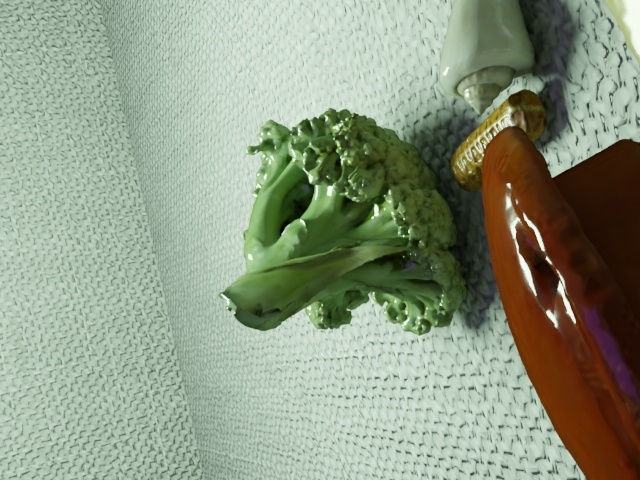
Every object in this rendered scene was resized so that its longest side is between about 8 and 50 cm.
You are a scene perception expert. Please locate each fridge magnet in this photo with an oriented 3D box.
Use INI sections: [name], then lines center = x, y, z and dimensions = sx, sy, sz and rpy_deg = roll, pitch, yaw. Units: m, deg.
[fridge magnet]
center = 0.220, 0.078, 0.617
dimensions = 0.363, 0.155, 0.363
rpy_deg = 56, -167, -19

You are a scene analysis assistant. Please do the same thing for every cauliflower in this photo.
[cauliflower]
center = 0.015, -0.003, 1.101
dimensions = 0.327, 0.281, 0.260
rpy_deg = 49, 179, 23

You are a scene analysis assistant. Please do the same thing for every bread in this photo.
[bread]
center = 0.179, -0.099, 0.944
dimensions = 0.052, 0.044, 0.157
rpy_deg = 69, 156, 15

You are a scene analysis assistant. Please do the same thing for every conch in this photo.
[conch]
center = 0.151, -0.206, 0.903
dimensions = 0.104, 0.094, 0.176
rpy_deg = 28, -133, -67

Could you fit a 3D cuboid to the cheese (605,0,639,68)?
[cheese]
center = 0.298, -0.170, 0.557
dimensions = 0.384, 0.104, 0.384
rpy_deg = 41, 138, 53
